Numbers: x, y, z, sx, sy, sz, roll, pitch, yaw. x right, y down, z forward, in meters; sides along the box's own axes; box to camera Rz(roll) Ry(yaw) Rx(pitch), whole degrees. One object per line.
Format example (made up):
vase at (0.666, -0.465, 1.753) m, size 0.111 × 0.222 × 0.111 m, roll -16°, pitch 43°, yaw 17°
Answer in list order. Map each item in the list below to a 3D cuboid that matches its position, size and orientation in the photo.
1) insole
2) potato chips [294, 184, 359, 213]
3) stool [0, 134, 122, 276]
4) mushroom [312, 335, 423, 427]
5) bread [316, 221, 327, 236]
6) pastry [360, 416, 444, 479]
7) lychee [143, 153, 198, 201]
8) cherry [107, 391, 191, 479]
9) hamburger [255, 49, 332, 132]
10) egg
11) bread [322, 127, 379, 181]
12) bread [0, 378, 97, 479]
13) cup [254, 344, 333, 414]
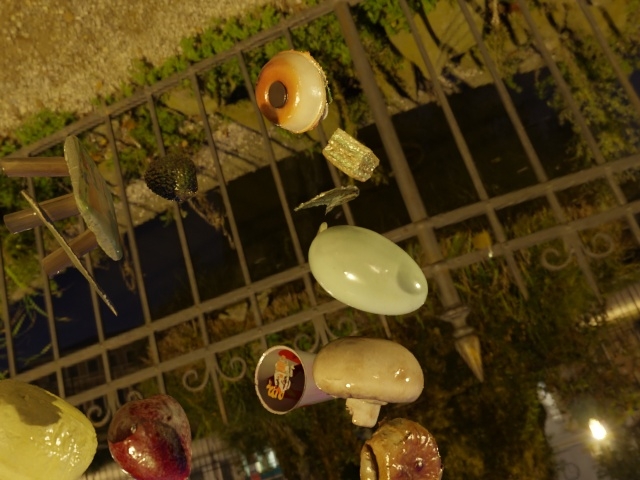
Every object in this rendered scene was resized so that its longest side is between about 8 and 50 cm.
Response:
insole at (-0.471, 0.034, 1.091) m, size 0.009 × 0.119 × 0.348 m, roll -41°, pitch 146°, yaw -23°
potato chips at (0.033, -0.125, 1.801) m, size 0.202 × 0.029 × 0.220 m, roll -24°, pitch 169°, yaw 20°
stool at (-0.731, -0.092, 1.641) m, size 0.226 × 0.310 × 0.310 m, roll -19°, pitch 147°, yaw -8°
mushroom at (0.092, 0.282, 1.151) m, size 0.227 × 0.177 × 0.226 m, roll 13°, pitch 163°, yaw 4°
bread at (0.001, -0.005, 2.229) m, size 0.036 × 0.192 × 0.112 m, roll 10°, pitch 137°, yaw -3°
pastry at (0.199, 0.544, 1.381) m, size 0.229 × 0.218 × 0.100 m, roll 20°, pitch 167°, yaw -34°
lychee at (-0.475, -0.199, 1.820) m, size 0.171 × 0.171 × 0.171 m, roll -16°, pitch 161°, yaw -6°
cherry at (-0.471, 0.560, 1.609) m, size 0.203 × 0.300 × 0.230 m, roll -39°, pitch 166°, yaw 6°
hamburger at (-0.080, -0.410, 1.586) m, size 0.147 × 0.236 × 0.237 m, roll -21°, pitch 169°, yaw -48°
egg at (0.137, 0.091, 1.677) m, size 0.229 × 0.371 × 0.230 m, roll -57°, pitch 167°, yaw -21°
bread at (0.097, -0.255, 1.756) m, size 0.102 × 0.138 × 0.196 m, roll -53°, pitch 167°, yaw 8°
bread at (-0.699, 0.467, 1.359) m, size 0.321 × 0.237 × 0.320 m, roll 16°, pitch 145°, yaw 11°
cup at (-0.038, 0.429, 1.768) m, size 0.203 × 0.202 × 0.289 m, roll -29°, pitch 154°, yaw 29°
